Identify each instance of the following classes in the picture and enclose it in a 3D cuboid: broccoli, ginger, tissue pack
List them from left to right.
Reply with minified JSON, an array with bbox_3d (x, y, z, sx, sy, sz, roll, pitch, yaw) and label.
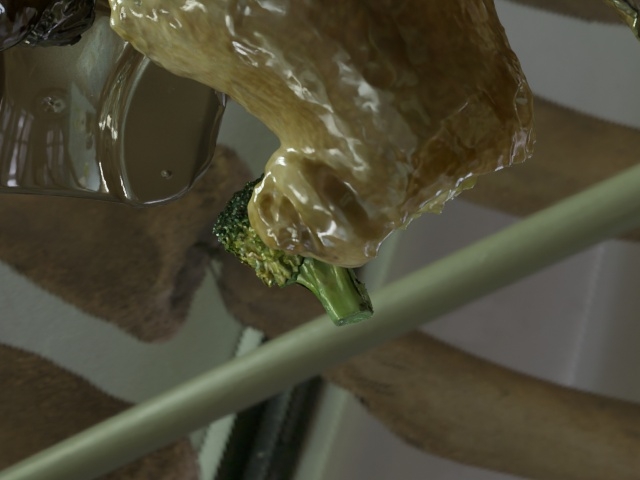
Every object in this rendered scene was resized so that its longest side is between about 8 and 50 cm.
[{"bbox_3d":[-0.303,-0.195,1.509,0.387,0.267,0.277,1,-144,-24],"label":"tissue pack"},{"bbox_3d":[0.000,0.000,1.496,0.194,0.219,0.194,3,-105,-12],"label":"broccoli"},{"bbox_3d":[0.000,-0.103,0.855,0.276,0.130,0.221,20,-77,0],"label":"ginger"}]

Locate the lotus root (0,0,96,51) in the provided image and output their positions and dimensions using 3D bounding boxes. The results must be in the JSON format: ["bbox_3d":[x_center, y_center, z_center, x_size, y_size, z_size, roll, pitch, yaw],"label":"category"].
[{"bbox_3d":[-0.201,-0.203,0.586,0.179,0.196,0.397,53,-179,30],"label":"lotus root"}]

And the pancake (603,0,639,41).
[{"bbox_3d":[0.148,-0.193,0.901,0.190,0.020,0.184,47,-167,10],"label":"pancake"}]
